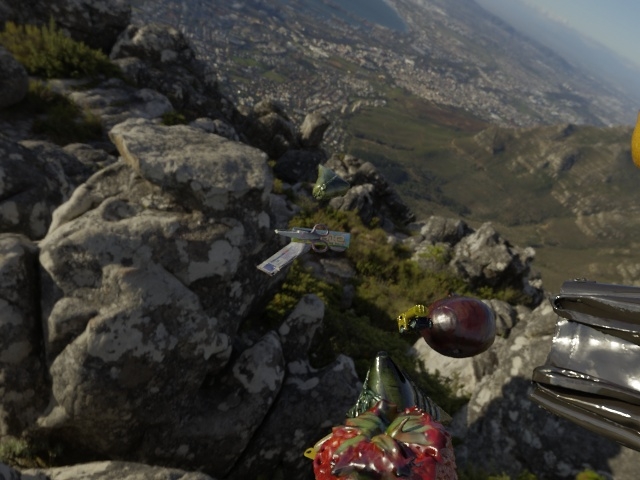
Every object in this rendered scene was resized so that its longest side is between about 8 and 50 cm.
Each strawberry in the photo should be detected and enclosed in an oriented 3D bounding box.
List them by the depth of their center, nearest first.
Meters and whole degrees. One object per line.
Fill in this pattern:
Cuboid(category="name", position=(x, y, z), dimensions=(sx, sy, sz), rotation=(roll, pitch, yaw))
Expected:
Cuboid(category="strawberry", position=(0.129, 0.445, 0.753), dimensions=(0.261, 0.261, 0.257), rotation=(-14, 90, -42))

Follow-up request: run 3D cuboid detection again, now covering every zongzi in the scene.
Cuboid(category="zongzi", position=(0.001, -0.144, 0.958), dimensions=(0.104, 0.052, 0.113), rotation=(-16, 57, -49))
Cuboid(category="zongzi", position=(0.278, 0.551, 1.280), dimensions=(0.363, 0.383, 0.318), rotation=(2, 61, -2))

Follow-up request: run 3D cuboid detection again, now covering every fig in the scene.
Cuboid(category="fig", position=(0.439, 0.270, 1.301), dimensions=(0.235, 0.235, 0.214), rotation=(19, 78, -14))

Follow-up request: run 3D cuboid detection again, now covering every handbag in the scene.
Cuboid(category="handbag", position=(0.539, 0.213, 0.734), dimensions=(0.257, 0.285, 0.113), rotation=(11, -17, 42))

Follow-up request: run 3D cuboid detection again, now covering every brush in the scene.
Cuboid(category="brush", position=(0.007, 0.570, 1.054), dimensions=(0.083, 0.205, 0.011), rotation=(-32, 91, -32))

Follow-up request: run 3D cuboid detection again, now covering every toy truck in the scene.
Cuboid(category="toy truck", position=(0.213, 0.184, 0.922), dimensions=(0.049, 0.083, 0.054), rotation=(5, 63, -18))

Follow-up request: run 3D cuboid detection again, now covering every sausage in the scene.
Cuboid(category="sausage", position=(0.041, 0.451, 0.933), dimensions=(0.024, 0.132, 0.024), rotation=(58, 3, -6))

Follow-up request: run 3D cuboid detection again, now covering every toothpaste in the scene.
Cuboid(category="toothpaste", position=(0.000, 0.000, 1.355), dimensions=(0.194, 0.070, 0.044), rotation=(6, 8, -2))
Cuboid(category="toothpaste", position=(-0.113, 0.047, 1.600), dimensions=(0.282, 0.099, 0.068), rotation=(-37, 95, -28))

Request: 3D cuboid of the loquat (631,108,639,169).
Cuboid(category="loquat", position=(0.612, -0.176, 0.639), dimensions=(0.208, 0.208, 0.208), rotation=(18, 38, -15))

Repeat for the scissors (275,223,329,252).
Cuboid(category="scissors", position=(-0.049, -0.014, 1.159), dimensions=(0.176, 0.022, 0.085), rotation=(8, 83, -32))
